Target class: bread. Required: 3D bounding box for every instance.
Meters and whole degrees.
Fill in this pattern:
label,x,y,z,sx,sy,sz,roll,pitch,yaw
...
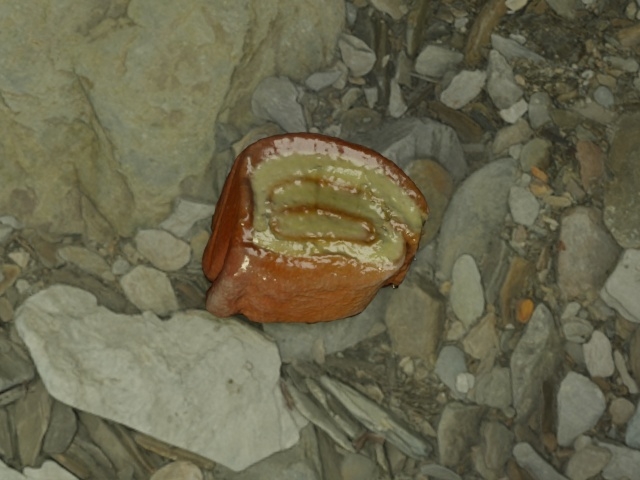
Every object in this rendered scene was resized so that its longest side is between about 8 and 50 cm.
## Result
label,x,y,z,sx,sy,sz,roll,pitch,yaw
bread,0.001,-0.012,1.701,0.244,0.123,0.190,3,68,-14
